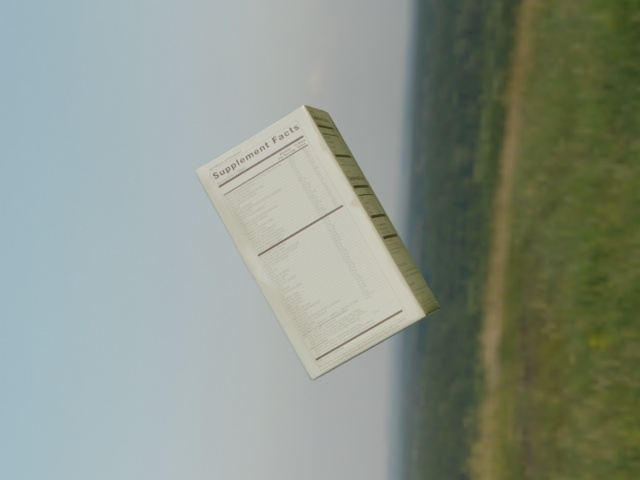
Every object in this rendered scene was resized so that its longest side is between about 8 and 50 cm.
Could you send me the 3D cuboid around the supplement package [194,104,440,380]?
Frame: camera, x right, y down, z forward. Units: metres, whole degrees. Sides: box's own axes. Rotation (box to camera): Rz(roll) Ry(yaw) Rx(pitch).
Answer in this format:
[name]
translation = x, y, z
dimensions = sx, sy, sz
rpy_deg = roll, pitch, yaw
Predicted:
[supplement package]
translation = 0.000, 0.000, 1.625
dimensions = 0.244, 0.139, 0.134
rpy_deg = 61, -170, 4
